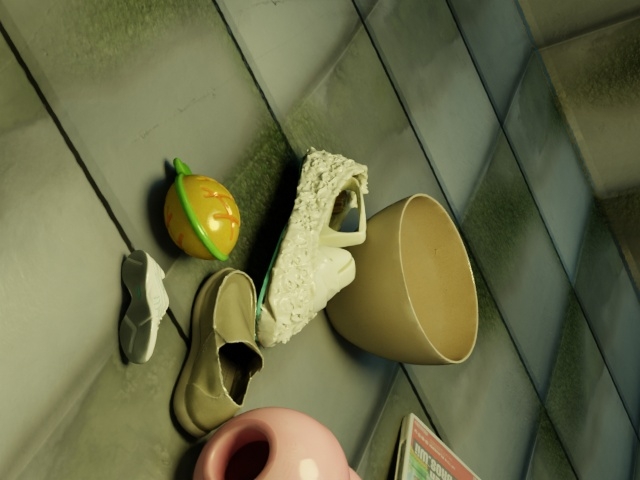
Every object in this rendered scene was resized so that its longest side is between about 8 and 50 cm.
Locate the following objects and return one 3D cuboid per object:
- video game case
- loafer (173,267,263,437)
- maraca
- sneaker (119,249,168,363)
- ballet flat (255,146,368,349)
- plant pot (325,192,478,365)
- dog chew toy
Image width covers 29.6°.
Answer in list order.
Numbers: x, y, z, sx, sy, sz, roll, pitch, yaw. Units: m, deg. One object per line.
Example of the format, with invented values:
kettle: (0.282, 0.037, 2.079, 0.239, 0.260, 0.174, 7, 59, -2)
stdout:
video game case: (0.202, 0.446, 2.055, 0.204, 0.025, 0.285, 45, 27, -16)
loafer: (-0.122, 0.147, 1.656, 0.102, 0.092, 0.268, 49, 37, -39)
maraca: (-0.167, -0.043, 1.676, 0.127, 0.099, 0.185, 60, 5, -35)
sneaker: (-0.219, 0.089, 1.553, 0.061, 0.054, 0.152, 38, 44, -52)
ballet flat: (0.000, 0.000, 1.876, 0.147, 0.147, 0.409, 54, 33, -33)
plant pot: (0.116, 0.081, 2.016, 0.284, 0.191, 0.284, 35, 47, -50)
dog chew toy: (-0.026, 0.363, 1.612, 0.332, 0.207, 0.206, 52, 35, -43)
